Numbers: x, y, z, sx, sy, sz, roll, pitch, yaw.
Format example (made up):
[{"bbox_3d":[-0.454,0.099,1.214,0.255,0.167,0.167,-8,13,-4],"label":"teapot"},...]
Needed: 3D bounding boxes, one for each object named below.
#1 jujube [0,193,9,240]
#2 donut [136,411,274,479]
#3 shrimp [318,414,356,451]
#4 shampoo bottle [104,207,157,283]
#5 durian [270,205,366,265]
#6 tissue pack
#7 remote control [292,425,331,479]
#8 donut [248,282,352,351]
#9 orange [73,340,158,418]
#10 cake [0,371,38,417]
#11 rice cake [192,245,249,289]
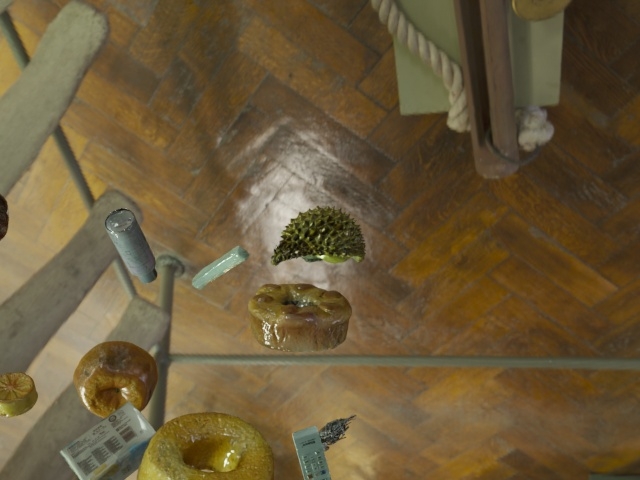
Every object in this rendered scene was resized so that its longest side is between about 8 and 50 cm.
[{"bbox_3d":[-0.876,-0.063,1.639,0.243,0.183,0.183,5,141,-39],"label":"jujube"},{"bbox_3d":[-0.215,0.442,1.342,0.277,0.277,0.109,15,116,1],"label":"donut"},{"bbox_3d":[0.041,0.558,2.007,0.165,0.065,0.057,-33,129,-10],"label":"shrimp"},{"bbox_3d":[-0.404,0.019,1.493,0.072,0.072,0.214,5,145,10],"label":"shampoo bottle"},{"bbox_3d":[0.000,0.000,1.977,0.306,0.172,0.166,-10,156,-23],"label":"durian"},{"bbox_3d":[-0.582,0.605,1.951,0.159,0.229,0.145,35,147,33],"label":"tissue pack"},{"bbox_3d":[-0.016,0.504,1.555,0.061,0.029,0.162,-15,93,-10],"label":"remote control"},{"bbox_3d":[-0.067,0.235,2.129,0.317,0.299,0.150,12,105,21],"label":"donut"},{"bbox_3d":[-0.618,0.413,2.108,0.249,0.183,0.249,-5,109,-13],"label":"orange"},{"bbox_3d":[-0.540,0.270,1.203,0.084,0.084,0.044,13,123,3],"label":"cake"},{"bbox_3d":[-0.303,0.082,2.062,0.045,0.042,0.245,36,133,-27],"label":"rice cake"}]
